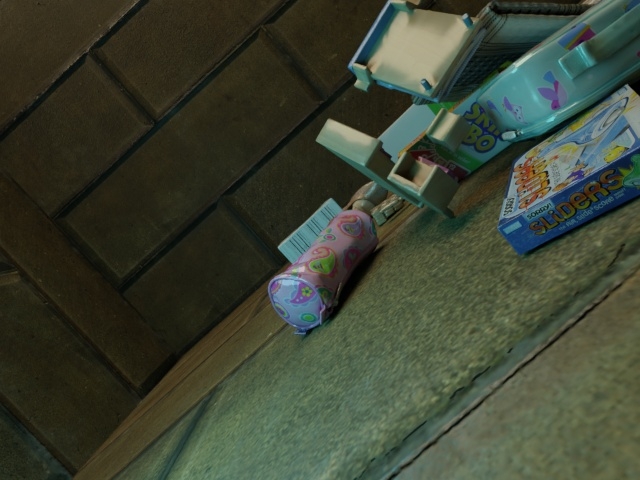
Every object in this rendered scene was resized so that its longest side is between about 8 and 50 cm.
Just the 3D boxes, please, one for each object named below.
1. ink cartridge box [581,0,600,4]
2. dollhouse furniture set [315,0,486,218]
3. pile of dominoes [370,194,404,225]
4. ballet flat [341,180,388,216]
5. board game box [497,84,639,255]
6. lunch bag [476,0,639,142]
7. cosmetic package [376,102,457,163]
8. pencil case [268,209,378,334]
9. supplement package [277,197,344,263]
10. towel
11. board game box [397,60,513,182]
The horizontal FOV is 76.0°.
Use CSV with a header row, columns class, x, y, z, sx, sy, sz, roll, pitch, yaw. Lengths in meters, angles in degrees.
class,x,y,z,sx,sy,sz,roll,pitch,yaw
ink cartridge box,0.690,-0.558,0.977,0.158,0.092,0.218,-39,7,40
dollhouse furniture set,0.195,-0.223,0.694,0.198,0.286,0.304,22,-78,-46
pile of dominoes,0.254,-0.129,1.133,0.251,0.040,0.196,-33,4,7
ballet flat,0.131,-0.091,1.467,0.316,0.107,0.106,-45,20,51
board game box,0.249,-0.075,0.396,0.136,0.035,0.201,-39,4,38
lunch bag,0.349,-0.235,0.523,0.279,0.108,0.224,-35,5,12
cosmetic package,0.337,-0.331,1.205,0.155,0.197,0.365,-45,3,-33
pencil case,0.018,0.048,0.790,0.124,0.124,0.284,-39,6,40
supplement package,0.000,0.000,1.208,0.203,0.149,0.194,-43,4,-1
towel,0.376,-0.329,0.774,0.323,0.056,0.312,-6,-6,-11
board game box,0.286,-0.203,0.787,0.259,0.124,0.039,-40,16,34
